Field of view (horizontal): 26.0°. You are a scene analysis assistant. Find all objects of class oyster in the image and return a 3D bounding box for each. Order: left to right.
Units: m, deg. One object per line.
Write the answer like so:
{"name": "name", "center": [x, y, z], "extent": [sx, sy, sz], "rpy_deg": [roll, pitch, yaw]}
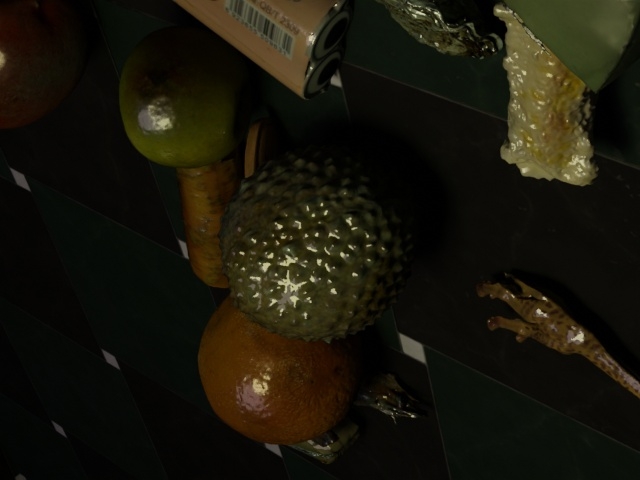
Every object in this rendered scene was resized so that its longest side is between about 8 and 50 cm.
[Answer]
{"name": "oyster", "center": [0.115, -0.250, 1.480], "extent": [0.177, 0.064, 0.125], "rpy_deg": [37, 167, -2]}

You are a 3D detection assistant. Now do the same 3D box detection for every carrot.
{"name": "carrot", "center": [-0.154, -0.054, 2.054], "extent": [0.114, 0.114, 0.302], "rpy_deg": [31, 146, 28]}

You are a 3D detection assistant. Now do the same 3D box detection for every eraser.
{"name": "eraser", "center": [-0.100, -0.307, 1.675], "extent": [0.290, 0.087, 0.171], "rpy_deg": [38, 148, 15]}

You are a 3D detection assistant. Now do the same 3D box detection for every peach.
{"name": "peach", "center": [-0.455, -0.288, 2.021], "extent": [0.252, 0.252, 0.252], "rpy_deg": [34, 150, 23]}

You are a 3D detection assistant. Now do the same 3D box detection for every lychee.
{"name": "lychee", "center": [0.000, 0.000, 1.751], "extent": [0.255, 0.255, 0.274], "rpy_deg": [48, 148, -2]}

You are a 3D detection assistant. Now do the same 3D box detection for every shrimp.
{"name": "shrimp", "center": [0.042, 0.261, 2.183], "extent": [0.296, 0.058, 0.169], "rpy_deg": [24, 112, 39]}

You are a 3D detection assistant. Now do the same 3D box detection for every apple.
{"name": "apple", "center": [-0.174, -0.188, 1.829], "extent": [0.156, 0.196, 0.196], "rpy_deg": [8, 140, 12]}

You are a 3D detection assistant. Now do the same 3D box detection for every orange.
{"name": "orange", "center": [-0.062, 0.174, 2.076], "extent": [0.264, 0.264, 0.264], "rpy_deg": [34, 150, 23]}

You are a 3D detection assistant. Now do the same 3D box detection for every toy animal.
{"name": "toy animal", "center": [0.307, 0.124, 1.701], "extent": [0.275, 0.054, 0.149], "rpy_deg": [27, 149, 32]}

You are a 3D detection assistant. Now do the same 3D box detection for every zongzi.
{"name": "zongzi", "center": [-0.045, 0.319, 2.390], "extent": [0.228, 0.115, 0.256], "rpy_deg": [34, 156, 15]}

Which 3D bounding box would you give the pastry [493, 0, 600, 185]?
{"name": "pastry", "center": [0.236, -0.162, 1.378], "extent": [0.121, 0.089, 0.258], "rpy_deg": [17, 146, 24]}

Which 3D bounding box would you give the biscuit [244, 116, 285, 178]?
{"name": "biscuit", "center": [-0.069, -0.098, 1.886], "extent": [0.023, 0.118, 0.140], "rpy_deg": [2, 99, 24]}

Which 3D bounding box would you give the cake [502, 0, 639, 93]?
{"name": "cake", "center": [0.215, -0.299, 1.178], "extent": [0.283, 0.158, 0.172], "rpy_deg": [47, 152, 7]}
